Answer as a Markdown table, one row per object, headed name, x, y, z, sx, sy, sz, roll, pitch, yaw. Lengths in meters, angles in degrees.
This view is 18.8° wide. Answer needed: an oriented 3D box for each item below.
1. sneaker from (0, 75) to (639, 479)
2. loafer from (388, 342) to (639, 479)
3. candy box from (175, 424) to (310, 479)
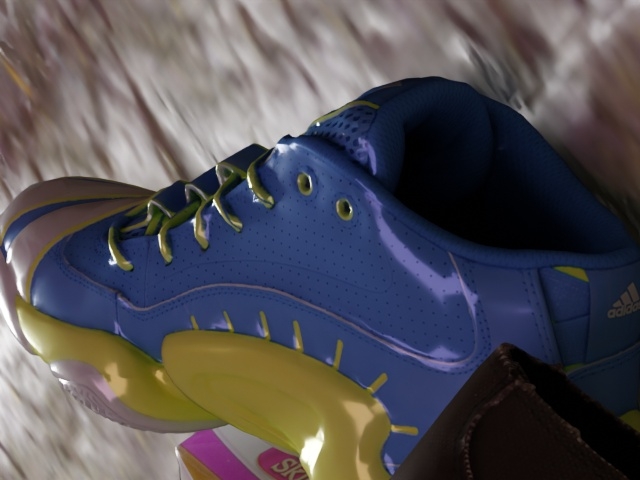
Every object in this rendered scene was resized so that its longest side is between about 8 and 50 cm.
| name | x | y | z | sx | sy | sz | roll | pitch | yaw |
| --- | --- | --- | --- | --- | --- | --- | --- | --- | --- |
| sneaker | 0.000 | 0.000 | 0.523 | 0.240 | 0.091 | 0.126 | 25 | 122 | 34 |
| loafer | 0.110 | 0.080 | 0.386 | 0.220 | 0.080 | 0.078 | 19 | 95 | 17 |
| candy box | 0.033 | 0.172 | 0.611 | 0.159 | 0.071 | 0.233 | 35 | 140 | 37 |
